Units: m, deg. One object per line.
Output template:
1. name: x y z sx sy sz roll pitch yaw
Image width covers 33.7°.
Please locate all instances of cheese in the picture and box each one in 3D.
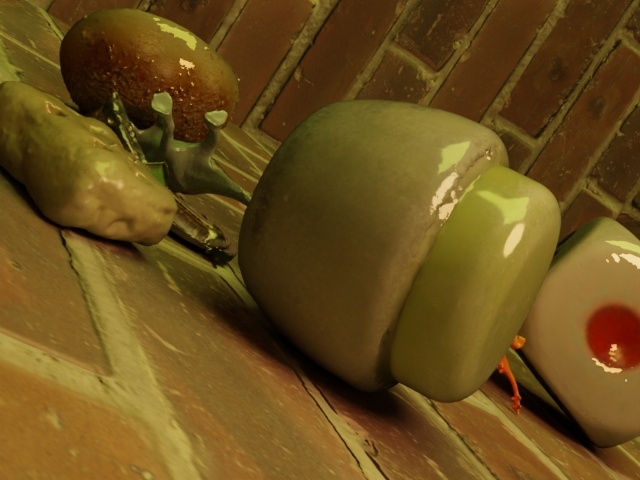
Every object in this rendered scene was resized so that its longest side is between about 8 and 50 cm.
1. cheese: -0.271 -0.088 1.172 0.263 0.093 0.159 39 8 40

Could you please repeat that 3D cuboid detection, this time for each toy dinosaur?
1. toy dinosaur: 0.274 0.128 1.637 0.070 0.288 0.117 -3 -4 34
2. toy dinosaur: -0.188 -0.121 1.555 0.393 0.092 0.205 37 -37 10

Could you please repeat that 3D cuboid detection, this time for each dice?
1. dice: 0.481 0.156 1.827 0.304 0.277 0.304 49 1 3

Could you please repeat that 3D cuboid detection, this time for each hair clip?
1. hair clip: -0.237 -0.083 1.435 0.358 0.095 0.110 48 -15 34

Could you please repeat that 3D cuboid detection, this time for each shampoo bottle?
1. shampoo bottle: 0.083 0.004 1.182 0.317 0.322 0.322 30 6 19

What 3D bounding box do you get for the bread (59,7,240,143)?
1. bread: -0.279 -0.245 1.711 0.305 0.158 0.305 11 -21 4

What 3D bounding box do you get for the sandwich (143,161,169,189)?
1. sandwich: -0.251 -0.057 1.316 0.116 0.074 0.074 -3 0 44
